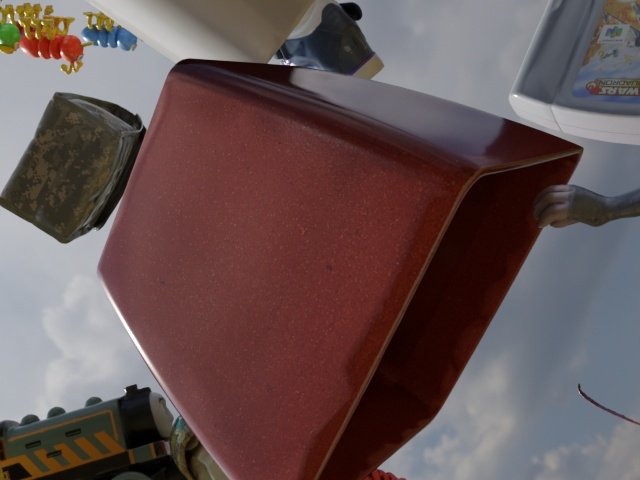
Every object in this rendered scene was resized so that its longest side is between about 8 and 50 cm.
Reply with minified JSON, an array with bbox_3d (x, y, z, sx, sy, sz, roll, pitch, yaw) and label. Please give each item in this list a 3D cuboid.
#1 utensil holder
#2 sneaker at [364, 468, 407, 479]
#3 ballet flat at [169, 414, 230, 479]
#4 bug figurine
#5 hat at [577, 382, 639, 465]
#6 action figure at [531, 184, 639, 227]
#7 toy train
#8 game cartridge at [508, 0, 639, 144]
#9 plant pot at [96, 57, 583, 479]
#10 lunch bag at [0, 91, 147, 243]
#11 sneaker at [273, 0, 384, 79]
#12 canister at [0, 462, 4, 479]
[{"bbox_3d":[-0.181,-0.409,1.116,0.385,0.327,0.328,35,-97,-15],"label":"utensil holder"},{"bbox_3d":[0.062,0.243,0.851,0.270,0.144,0.090,54,-154,-33],"label":"sneaker"},{"bbox_3d":[-0.040,0.327,1.106,0.123,0.348,0.123,-54,1,2],"label":"ballet flat"},{"bbox_3d":[-0.391,-0.299,1.307,0.279,0.216,0.072,-54,-28,-70],"label":"bug figurine"},{"bbox_3d":[0.487,0.302,1.294,0.173,0.183,0.208,-60,10,-33],"label":"hat"},{"bbox_3d":[0.311,0.013,0.517,0.248,0.370,0.275,16,-36,-28],"label":"action figure"},{"bbox_3d":[-0.338,0.312,1.175,0.333,0.190,0.142,-17,-13,-3],"label":"toy train"},{"bbox_3d":[0.350,-0.189,0.912,0.062,0.297,0.198,52,-122,-43],"label":"game cartridge"},{"bbox_3d":[0.000,0.000,0.660,0.267,0.235,0.267,-15,-46,-60],"label":"plant pot"},{"bbox_3d":[-0.442,-0.142,1.686,0.235,0.168,0.287,-59,1,10],"label":"lunch bag"},{"bbox_3d":[-0.040,-0.340,1.637,0.130,0.236,0.322,-47,10,-27],"label":"sneaker"},{"bbox_3d":[-0.400,0.295,1.004,0.126,0.073,0.170,-79,-16,-74],"label":"canister"}]
